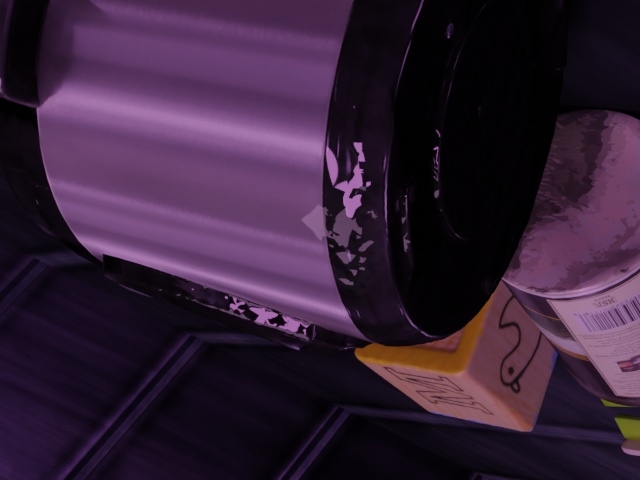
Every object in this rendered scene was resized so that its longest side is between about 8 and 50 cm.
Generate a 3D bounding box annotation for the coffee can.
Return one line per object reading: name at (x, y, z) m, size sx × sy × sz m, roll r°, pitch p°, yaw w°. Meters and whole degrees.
coffee can at (0.296, 0.024, 1.199) m, size 0.201 × 0.201 × 0.275 m, roll 9°, pitch 157°, yaw 35°

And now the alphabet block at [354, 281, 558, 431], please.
alphabet block at (0.198, 0.129, 1.626) m, size 0.193 × 0.192 × 0.197 m, roll 3°, pitch 154°, yaw 42°

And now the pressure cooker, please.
pressure cooker at (-0.050, -0.131, 0.943) m, size 0.420 × 0.375 × 0.370 m, roll 14°, pitch 144°, yaw 26°

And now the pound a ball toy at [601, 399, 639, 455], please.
pound a ball toy at (0.497, 0.171, 1.530) m, size 0.319 × 0.136 × 0.208 m, roll -8°, pitch 119°, yaw 57°
